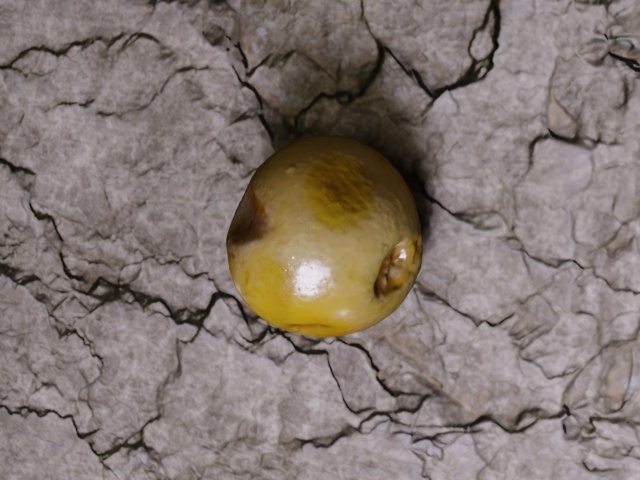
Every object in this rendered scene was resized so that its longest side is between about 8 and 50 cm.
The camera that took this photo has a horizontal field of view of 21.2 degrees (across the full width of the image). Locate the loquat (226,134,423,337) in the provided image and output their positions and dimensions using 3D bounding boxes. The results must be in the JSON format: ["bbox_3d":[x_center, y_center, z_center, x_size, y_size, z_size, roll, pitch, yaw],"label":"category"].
[{"bbox_3d":[-0.001,-0.004,1.763,0.213,0.213,0.213,9,108,30],"label":"loquat"}]
